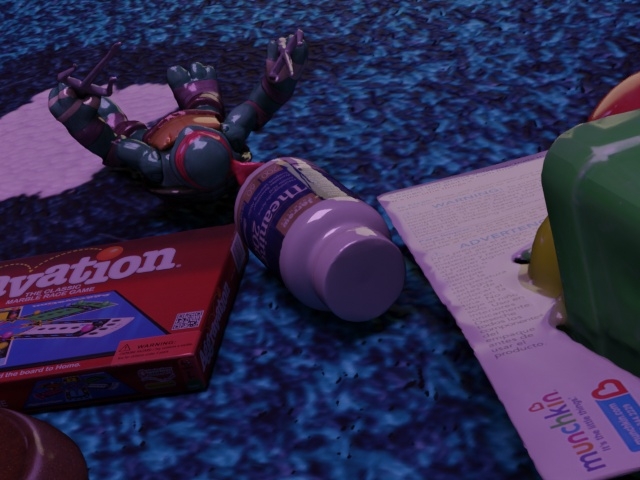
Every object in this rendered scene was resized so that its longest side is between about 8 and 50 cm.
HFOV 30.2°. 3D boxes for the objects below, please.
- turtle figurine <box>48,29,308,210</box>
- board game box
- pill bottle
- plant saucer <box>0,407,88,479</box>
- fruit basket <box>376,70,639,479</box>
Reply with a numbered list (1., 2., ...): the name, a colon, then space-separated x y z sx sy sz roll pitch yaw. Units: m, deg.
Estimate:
1. turtle figurine: -0.098 -0.080 0.823 0.175 0.118 0.234 -8 10 -16
2. board game box: -0.191 0.055 0.720 0.281 0.027 0.145 -9 28 12
3. pill bottle: 0.000 0.000 0.677 0.067 0.067 0.120 -24 29 -15
4. plant saucer: -0.199 0.133 0.583 0.168 0.029 0.168 -13 29 7
5. fruit basket: 0.209 -0.010 0.545 0.327 0.165 0.353 -17 13 -2
